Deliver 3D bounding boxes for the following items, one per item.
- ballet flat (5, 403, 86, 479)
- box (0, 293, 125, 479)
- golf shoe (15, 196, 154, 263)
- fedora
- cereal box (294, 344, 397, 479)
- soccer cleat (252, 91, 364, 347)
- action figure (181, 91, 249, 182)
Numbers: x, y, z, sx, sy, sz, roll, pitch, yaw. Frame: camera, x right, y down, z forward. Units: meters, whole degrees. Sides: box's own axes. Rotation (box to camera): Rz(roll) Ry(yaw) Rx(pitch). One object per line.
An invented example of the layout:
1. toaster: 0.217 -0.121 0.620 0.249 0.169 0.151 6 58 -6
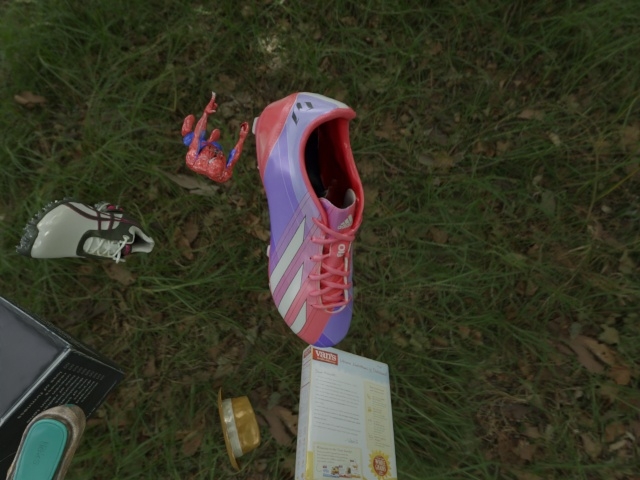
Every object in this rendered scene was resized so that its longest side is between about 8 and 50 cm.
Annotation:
1. ballet flat: -0.487 0.428 0.703 0.108 0.106 0.316 28 84 -10
2. box: -0.809 0.426 1.017 0.297 0.471 0.480 31 64 6
3. golf shoe: -0.414 -0.011 0.765 0.120 0.273 0.105 30 101 3
4. fedora: -0.193 0.443 1.000 0.079 0.194 0.194 -14 70 -13
5. cereal box: 0.046 0.312 0.724 0.173 0.047 0.240 22 43 -18
6. soccer cleat: 0.000 0.000 0.365 0.083 0.248 0.095 -22 26 -32
7. action figure: -0.188 -0.196 0.744 0.139 0.091 0.280 -57 31 16
